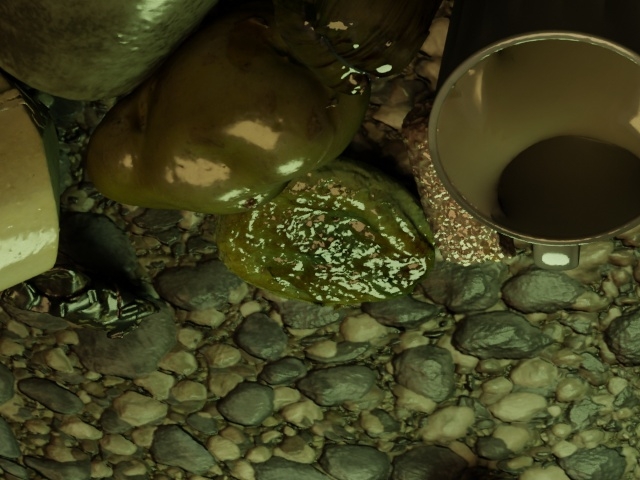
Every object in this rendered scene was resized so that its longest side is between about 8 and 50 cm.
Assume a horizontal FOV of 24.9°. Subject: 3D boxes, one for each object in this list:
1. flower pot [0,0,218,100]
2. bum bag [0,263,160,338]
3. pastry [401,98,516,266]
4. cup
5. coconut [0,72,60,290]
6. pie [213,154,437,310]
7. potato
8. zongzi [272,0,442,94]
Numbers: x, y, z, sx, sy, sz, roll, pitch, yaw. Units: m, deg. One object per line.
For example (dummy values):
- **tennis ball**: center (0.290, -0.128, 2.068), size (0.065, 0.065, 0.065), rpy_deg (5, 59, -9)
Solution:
- **flower pot**: center (-0.206, -0.324, 1.444), size (0.293, 0.293, 0.330), rpy_deg (29, 137, -10)
- **bum bag**: center (-0.302, 0.078, 1.875), size (0.102, 0.069, 0.248), rpy_deg (-34, 152, 17)
- **pastry**: center (0.156, -0.081, 1.655), size (0.112, 0.103, 0.265), rpy_deg (-4, 126, 12)
- **cup**: center (0.243, -0.151, 1.428), size (0.237, 0.327, 0.323), rpy_deg (2, 128, 11)
- **coconut**: center (-0.440, -0.068, 1.695), size (0.323, 0.323, 0.323), rpy_deg (7, 130, 8)
- **pie**: center (0.000, 0.000, 1.757), size (0.277, 0.078, 0.277), rpy_deg (1, 138, 1)
- **potato**: center (-0.108, -0.135, 1.598), size (0.351, 0.218, 0.202), rpy_deg (-22, 121, 27)
- **zongzi**: center (0.122, -0.318, 1.334), size (0.360, 0.323, 0.160), rpy_deg (-29, 125, 26)
